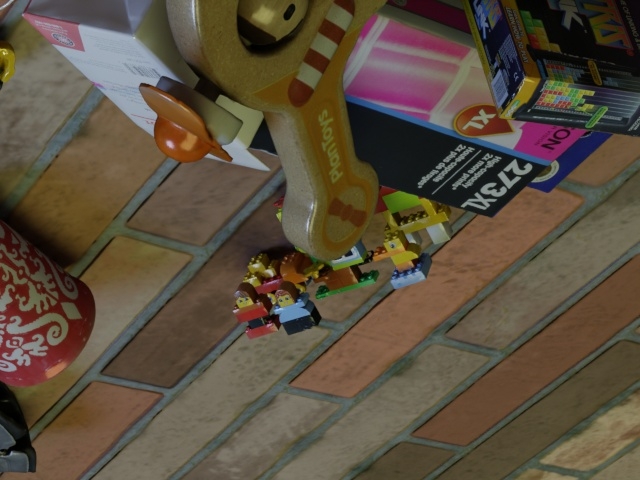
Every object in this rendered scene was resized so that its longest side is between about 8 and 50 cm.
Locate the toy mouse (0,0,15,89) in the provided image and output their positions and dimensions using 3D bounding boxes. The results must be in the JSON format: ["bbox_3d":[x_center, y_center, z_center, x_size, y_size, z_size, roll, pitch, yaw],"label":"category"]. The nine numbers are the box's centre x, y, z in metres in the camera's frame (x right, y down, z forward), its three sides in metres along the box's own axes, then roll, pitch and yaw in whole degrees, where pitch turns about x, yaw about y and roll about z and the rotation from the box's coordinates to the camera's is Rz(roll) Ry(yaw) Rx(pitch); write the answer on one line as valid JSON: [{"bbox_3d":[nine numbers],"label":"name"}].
[{"bbox_3d":[-0.289,-0.153,1.215,0.143,0.031,0.161,17,136,-35],"label":"toy mouse"}]

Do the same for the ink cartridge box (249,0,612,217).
[{"bbox_3d":[0.111,-0.110,1.368,0.371,0.069,0.176,12,139,-34],"label":"ink cartridge box"}]

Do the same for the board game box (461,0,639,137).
[{"bbox_3d":[0.181,-0.158,1.220,0.141,0.170,0.048,4,141,-23],"label":"board game box"}]

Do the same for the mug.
[{"bbox_3d":[-0.301,0.045,1.428,0.150,0.113,0.169,-23,141,13],"label":"mug"}]

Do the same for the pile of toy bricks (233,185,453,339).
[{"bbox_3d":[0.000,0.000,1.471,0.212,0.118,0.105,-19,113,26],"label":"pile of toy bricks"}]

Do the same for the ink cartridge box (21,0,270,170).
[{"bbox_3d":[-0.111,-0.131,1.222,0.115,0.067,0.198,15,162,35],"label":"ink cartridge box"}]

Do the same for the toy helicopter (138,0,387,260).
[{"bbox_3d":[-0.025,-0.102,1.136,0.235,0.140,0.355,-48,146,-26],"label":"toy helicopter"}]

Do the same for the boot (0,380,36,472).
[{"bbox_3d":[-0.416,0.163,1.578,0.223,0.118,0.338,-19,156,5],"label":"boot"}]
